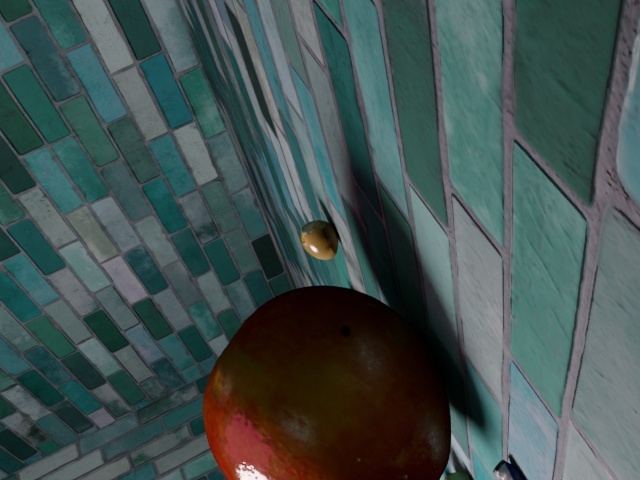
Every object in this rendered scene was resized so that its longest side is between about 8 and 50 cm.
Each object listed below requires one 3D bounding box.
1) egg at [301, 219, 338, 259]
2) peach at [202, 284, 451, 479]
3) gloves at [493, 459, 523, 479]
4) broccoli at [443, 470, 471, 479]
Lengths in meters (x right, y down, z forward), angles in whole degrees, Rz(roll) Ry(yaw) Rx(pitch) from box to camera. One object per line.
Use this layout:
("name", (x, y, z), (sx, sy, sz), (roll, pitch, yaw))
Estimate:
("egg", (0.000, 0.000, 1.573), (0.083, 0.071, 0.071), (64, 174, -14))
("peach", (0.021, 0.255, 1.198), (0.388, 0.388, 0.388), (62, 173, 13))
("gloves", (0.257, 0.327, 1.028), (0.086, 0.026, 0.064), (54, 171, 30))
("broccoli", (0.223, 0.495, 1.461), (0.194, 0.219, 0.194), (-165, 90, -86))
